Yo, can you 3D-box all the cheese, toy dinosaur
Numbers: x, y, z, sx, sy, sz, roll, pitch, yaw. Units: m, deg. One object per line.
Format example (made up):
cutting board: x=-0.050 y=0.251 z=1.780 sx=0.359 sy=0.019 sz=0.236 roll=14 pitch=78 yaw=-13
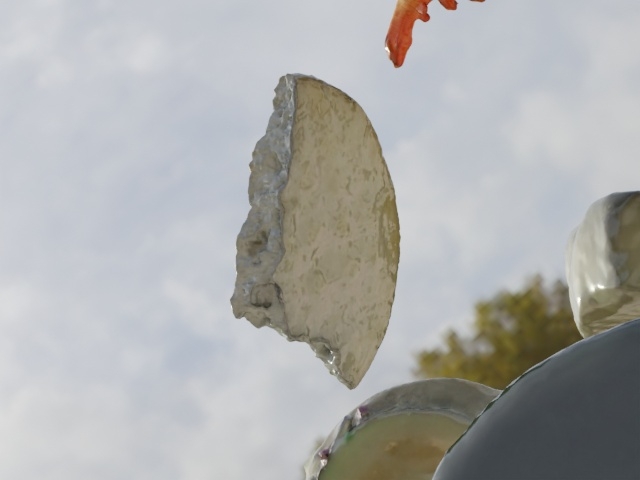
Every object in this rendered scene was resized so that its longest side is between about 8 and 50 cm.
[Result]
cheese: x=0.378 y=0.030 z=1.786 sx=0.326 sy=0.115 sz=0.318 roll=12 pitch=-19 yaw=-42
toy dinosaur: x=0.132 y=-0.265 z=1.555 sx=0.070 sy=0.117 sz=0.288 roll=19 pitch=-78 yaw=-46

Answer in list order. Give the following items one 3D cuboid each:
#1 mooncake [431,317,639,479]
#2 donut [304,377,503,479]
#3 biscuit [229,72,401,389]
mooncake: x=0.219 y=0.221 z=1.036 sx=0.356 sy=0.356 sz=0.194 roll=-45 pitch=-45 yaw=11
donut: x=0.172 y=0.305 z=1.985 sx=0.307 sy=0.371 sz=0.150 roll=-41 pitch=-13 yaw=21
biscuit: x=0.000 y=0.000 z=1.430 sx=0.188 sy=0.040 sz=0.265 roll=-44 pitch=-49 yaw=-40
